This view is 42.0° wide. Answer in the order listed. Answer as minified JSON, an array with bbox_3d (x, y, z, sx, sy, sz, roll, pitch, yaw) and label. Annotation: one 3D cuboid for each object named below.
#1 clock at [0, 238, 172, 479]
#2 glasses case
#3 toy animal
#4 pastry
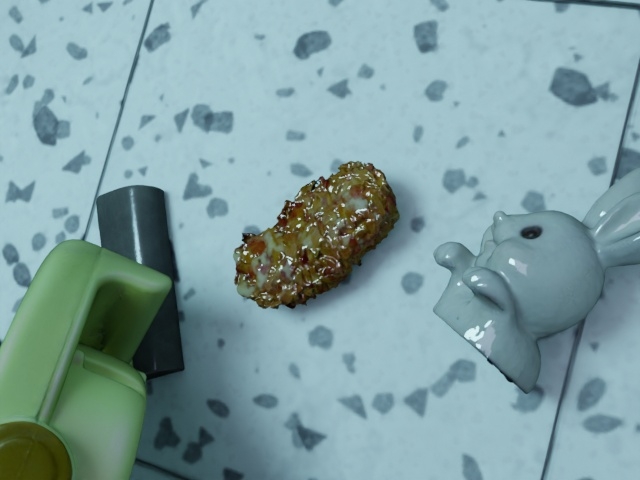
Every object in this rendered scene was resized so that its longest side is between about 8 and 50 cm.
[{"bbox_3d":[-0.227,0.193,0.631,0.286,0.117,0.348,-56,20,33],"label":"clock"},{"bbox_3d":[-0.180,0.042,0.817,0.072,0.042,0.191,-16,75,26],"label":"glasses case"},{"bbox_3d":[0.187,0.003,0.638,0.131,0.104,0.221,43,97,-7],"label":"toy animal"},{"bbox_3d":[0.001,0.002,0.743,0.169,0.063,0.087,-36,61,17],"label":"pastry"}]
